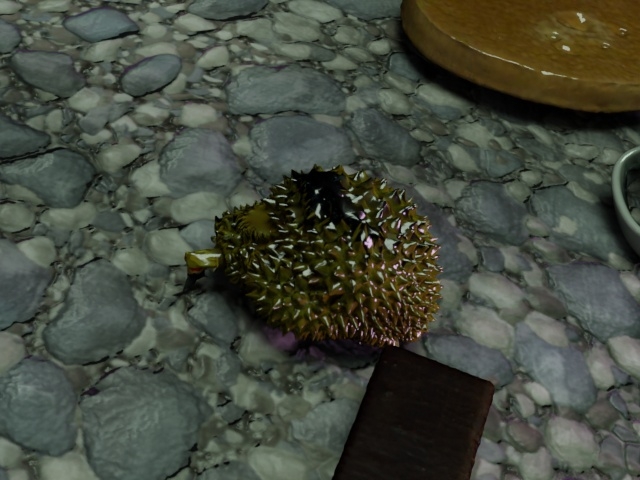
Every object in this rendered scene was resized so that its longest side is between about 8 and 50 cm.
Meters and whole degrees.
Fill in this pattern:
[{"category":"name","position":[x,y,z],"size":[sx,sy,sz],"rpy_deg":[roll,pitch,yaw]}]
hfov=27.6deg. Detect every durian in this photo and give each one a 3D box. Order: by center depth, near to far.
[{"category":"durian","position":[0.000,0.000,1.185],"size":[0.237,0.138,0.193],"rpy_deg":[2,42,-16]}]

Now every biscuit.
[{"category":"biscuit","position":[0.062,0.195,1.034],"size":[0.106,0.070,0.252],"rpy_deg":[20,39,5]},{"category":"biscuit","position":[0.284,-0.273,1.658],"size":[0.385,0.062,0.365],"rpy_deg":[8,38,-11]}]

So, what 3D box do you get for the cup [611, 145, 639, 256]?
[{"category":"cup","position":[0.457,-0.069,1.390],"size":[0.289,0.219,0.258],"rpy_deg":[-20,43,6]}]
